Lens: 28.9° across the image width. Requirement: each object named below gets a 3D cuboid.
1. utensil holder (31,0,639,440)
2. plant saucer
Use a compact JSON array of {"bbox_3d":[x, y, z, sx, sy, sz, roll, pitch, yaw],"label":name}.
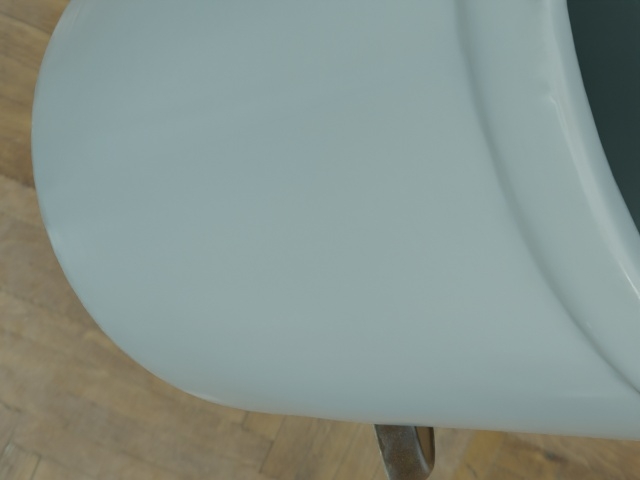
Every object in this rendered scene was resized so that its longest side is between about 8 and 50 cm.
[{"bbox_3d":[0.080,-0.065,0.591,0.327,0.385,0.328,5,81,-35],"label":"utensil holder"},{"bbox_3d":[0.059,0.107,0.921,0.029,0.168,0.168,-11,99,11],"label":"plant saucer"}]
